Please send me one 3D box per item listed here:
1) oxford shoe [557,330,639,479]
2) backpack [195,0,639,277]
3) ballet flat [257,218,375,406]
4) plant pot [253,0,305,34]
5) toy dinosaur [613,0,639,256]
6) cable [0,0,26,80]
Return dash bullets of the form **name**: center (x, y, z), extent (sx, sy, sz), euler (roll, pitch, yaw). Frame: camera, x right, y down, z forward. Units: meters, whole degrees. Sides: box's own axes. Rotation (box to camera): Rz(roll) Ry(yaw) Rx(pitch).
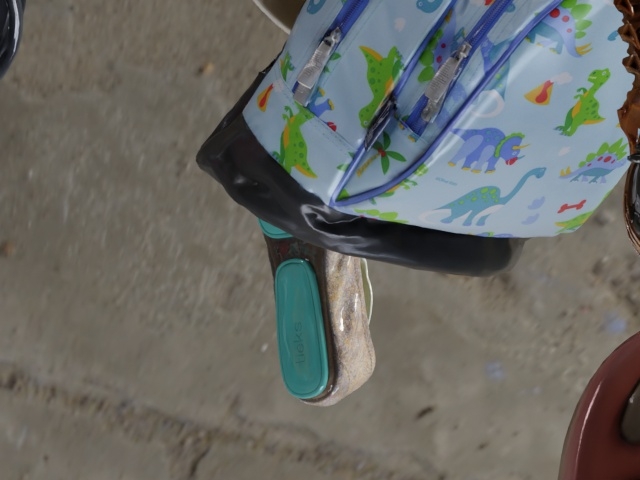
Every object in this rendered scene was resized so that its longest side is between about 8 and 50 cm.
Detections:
- **oxford shoe**: center (0.105, 0.191, 0.468), extent (0.123, 0.130, 0.348), euler (-7, 89, -14)
- **backpack**: center (0.126, -0.143, 1.260), extent (0.290, 0.355, 0.273), euler (10, 21, -42)
- **ballet flat**: center (0.000, 0.000, 1.756), extent (0.106, 0.107, 0.316), euler (-6, 94, -46)
- **plant pot**: center (0.078, -0.343, 1.700), extent (0.256, 0.256, 0.274), euler (42, 49, 5)
- **toy dinosaur**: center (0.209, -0.017, 0.928), extent (0.164, 0.218, 0.322), euler (-38, 79, -17)
- **cable**: center (-0.201, -0.113, 0.885), extent (0.047, 0.184, 0.150), euler (27, 21, 25)
